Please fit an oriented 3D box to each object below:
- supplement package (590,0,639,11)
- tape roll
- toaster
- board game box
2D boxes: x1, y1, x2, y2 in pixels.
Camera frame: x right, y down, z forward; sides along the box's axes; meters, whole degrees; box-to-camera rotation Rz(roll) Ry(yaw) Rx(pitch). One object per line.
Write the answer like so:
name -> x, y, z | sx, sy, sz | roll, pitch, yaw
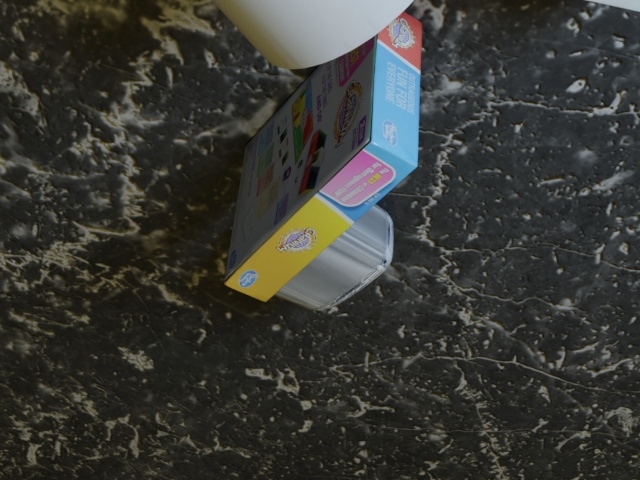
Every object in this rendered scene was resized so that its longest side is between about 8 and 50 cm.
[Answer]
supplement package -> 0.277, -0.356, 1.212 | 0.203, 0.149, 0.194 | 11, 140, -3
tape roll -> -0.015, -0.317, 1.229 | 0.246, 0.246, 0.169 | -21, 133, 29
toaster -> 0.000, 0.000, 1.691 | 0.146, 0.129, 0.227 | 28, 133, -29
board game box -> 0.001, -0.103, 1.479 | 0.064, 0.242, 0.316 | 26, 137, -23
